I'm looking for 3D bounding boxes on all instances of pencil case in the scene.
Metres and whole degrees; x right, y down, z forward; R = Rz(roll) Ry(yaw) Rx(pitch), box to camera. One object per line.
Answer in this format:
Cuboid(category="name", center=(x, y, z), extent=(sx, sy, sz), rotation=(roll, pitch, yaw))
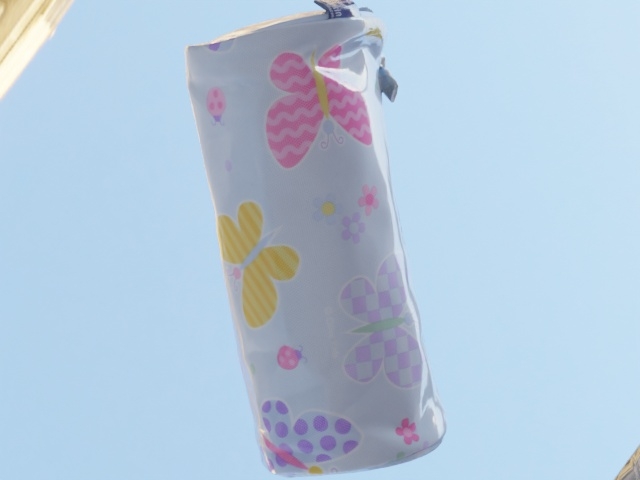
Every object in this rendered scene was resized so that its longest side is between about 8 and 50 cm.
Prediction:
Cuboid(category="pencil case", center=(0.000, 0.000, 0.825), extent=(0.124, 0.114, 0.273), rotation=(-15, -82, -46))

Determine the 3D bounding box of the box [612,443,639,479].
Cuboid(category="box", center=(0.396, 0.334, 1.314), extent=(0.212, 0.293, 0.395), rotation=(16, -52, -11))
